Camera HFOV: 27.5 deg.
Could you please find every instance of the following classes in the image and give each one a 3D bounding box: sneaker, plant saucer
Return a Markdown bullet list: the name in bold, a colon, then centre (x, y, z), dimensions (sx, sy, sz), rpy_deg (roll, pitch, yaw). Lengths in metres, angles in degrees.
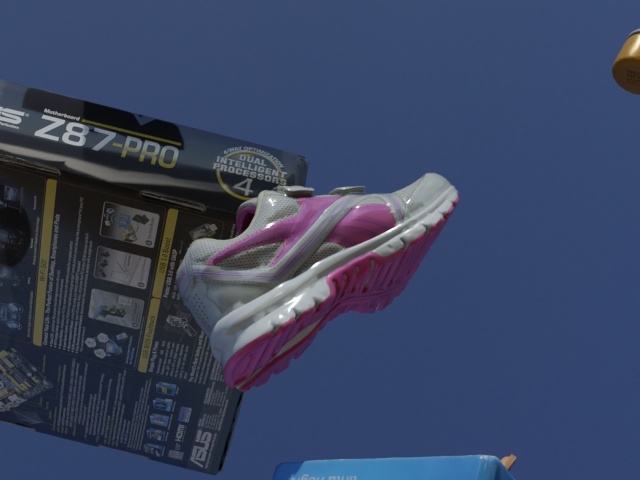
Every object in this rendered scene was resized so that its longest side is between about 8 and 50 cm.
- **sneaker**: centre (0.000, 0.000, 0.944), dimensions (0.252, 0.103, 0.111), rpy_deg (-28, -112, -39)
- **plant saucer**: centre (0.183, 0.265, 1.408), dimensions (0.013, 0.083, 0.083), rpy_deg (34, -93, 15)

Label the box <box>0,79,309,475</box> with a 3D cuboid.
- **box**: centre (-0.205, 0.048, 1.188), dimensions (0.318, 0.097, 0.395), rpy_deg (12, -42, -4)

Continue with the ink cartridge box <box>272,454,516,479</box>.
- **ink cartridge box**: centre (0.056, 0.369, 0.780), dimensions (0.285, 0.166, 0.395), rpy_deg (51, -137, -41)

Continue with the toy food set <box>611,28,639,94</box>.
- **toy food set**: centre (0.349, -0.130, 0.984), dimensions (0.232, 0.111, 0.104), rpy_deg (26, -119, 13)
